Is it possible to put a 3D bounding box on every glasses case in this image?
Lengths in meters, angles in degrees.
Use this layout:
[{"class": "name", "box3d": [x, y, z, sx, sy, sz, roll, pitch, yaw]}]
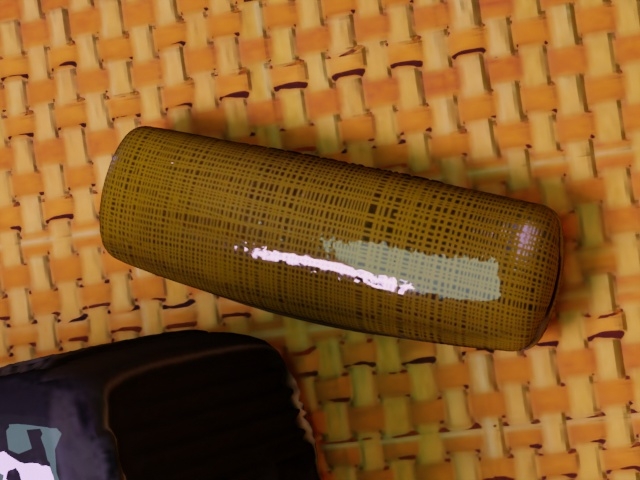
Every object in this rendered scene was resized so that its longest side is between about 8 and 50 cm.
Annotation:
[{"class": "glasses case", "box3d": [0.000, 0.000, 0.902, 0.234, 0.064, 0.079, 12, 89, 23]}]

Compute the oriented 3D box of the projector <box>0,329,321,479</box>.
[{"class": "projector", "box3d": [-0.181, 0.272, 0.892, 0.405, 0.242, 0.395, -16, 85, 21]}]
